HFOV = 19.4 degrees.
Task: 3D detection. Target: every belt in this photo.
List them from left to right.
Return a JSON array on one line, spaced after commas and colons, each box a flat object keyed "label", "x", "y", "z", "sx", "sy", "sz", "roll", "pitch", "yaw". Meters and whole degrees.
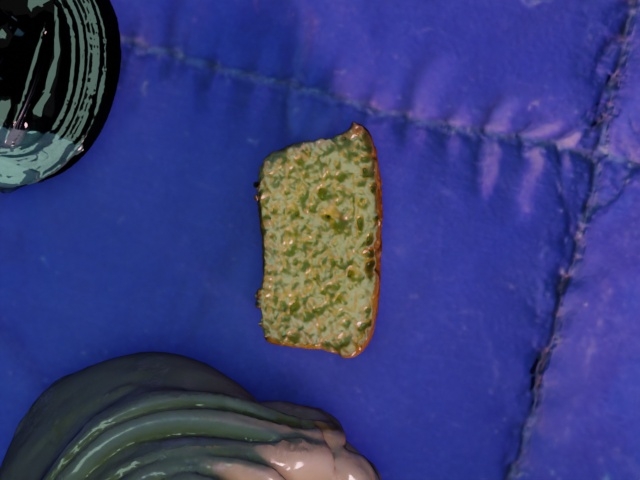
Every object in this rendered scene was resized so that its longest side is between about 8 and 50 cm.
[{"label": "belt", "x": -0.241, "y": -0.136, "z": 1.506, "sx": 0.151, "sy": 0.078, "sz": 0.198, "roll": 9, "pitch": 94, "yaw": 1}]

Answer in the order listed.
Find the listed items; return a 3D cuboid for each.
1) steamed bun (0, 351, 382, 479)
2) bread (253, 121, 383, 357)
[{"label": "steamed bun", "x": -0.118, "y": 0.258, "z": 1.440, "sx": 0.310, "sy": 0.219, "sz": 0.324, "roll": 15, "pitch": 93, "yaw": 3}, {"label": "bread", "x": 0.000, "y": 0.000, "z": 1.504, "sx": 0.103, "sy": 0.065, "sz": 0.187, "roll": -2, "pitch": 93, "yaw": 5}]
